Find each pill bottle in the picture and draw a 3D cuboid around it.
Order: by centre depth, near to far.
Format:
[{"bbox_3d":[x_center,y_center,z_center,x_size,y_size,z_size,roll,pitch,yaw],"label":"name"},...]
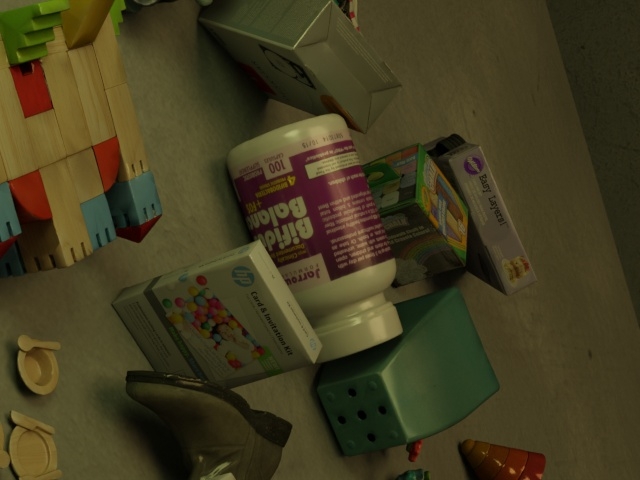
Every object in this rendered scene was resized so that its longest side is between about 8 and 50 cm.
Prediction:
[{"bbox_3d":[0.000,0.000,1.659,0.169,0.169,0.301,-18,88,-63],"label":"pill bottle"}]

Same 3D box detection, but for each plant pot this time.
[{"bbox_3d":[0.106,0.194,1.750,0.234,0.166,0.165,-31,100,-56],"label":"plant pot"}]

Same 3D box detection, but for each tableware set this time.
[{"bbox_3d":[-0.292,0.148,1.175,0.141,0.020,0.168,24,51,-56],"label":"tableware set"}]

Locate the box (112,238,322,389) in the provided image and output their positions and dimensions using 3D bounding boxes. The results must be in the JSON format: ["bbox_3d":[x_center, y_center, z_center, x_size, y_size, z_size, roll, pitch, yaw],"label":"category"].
[{"bbox_3d":[-0.111,0.091,1.367,0.145,0.186,0.038,61,28,-20],"label":"box"}]

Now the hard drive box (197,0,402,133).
[{"bbox_3d":[-0.029,-0.255,1.713,0.089,0.232,0.181,-52,129,-9],"label":"hard drive box"}]

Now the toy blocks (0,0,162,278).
[{"bbox_3d":[-0.285,-0.085,1.210,0.381,0.191,0.260,-37,117,-63],"label":"toy blocks"}]

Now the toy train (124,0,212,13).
[{"bbox_3d":[-0.176,-0.413,1.600,0.334,0.142,0.190,-62,146,-56],"label":"toy train"}]

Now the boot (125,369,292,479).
[{"bbox_3d":[-0.125,0.239,1.336,0.246,0.083,0.161,35,65,-45],"label":"boot"}]

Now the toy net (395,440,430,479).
[{"bbox_3d":[0.131,0.336,1.702,0.232,0.045,0.122,-76,-175,-83],"label":"toy net"}]

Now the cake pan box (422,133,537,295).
[{"bbox_3d":[0.259,-0.052,2.175,0.266,0.070,0.246,65,-7,-10],"label":"cake pan box"}]

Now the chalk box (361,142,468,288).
[{"bbox_3d":[0.124,-0.052,1.971,0.213,0.132,0.132,51,33,-35],"label":"chalk box"}]

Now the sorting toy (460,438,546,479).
[{"bbox_3d":[0.242,0.423,1.942,0.126,0.127,0.365,36,35,-2],"label":"sorting toy"}]

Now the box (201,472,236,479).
[{"bbox_3d":[-0.165,0.289,1.110,0.114,0.203,0.103,-20,90,-63],"label":"box"}]

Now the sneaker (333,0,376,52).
[{"bbox_3d":[0.009,-0.334,1.950,0.178,0.124,0.295,29,40,-60],"label":"sneaker"}]
